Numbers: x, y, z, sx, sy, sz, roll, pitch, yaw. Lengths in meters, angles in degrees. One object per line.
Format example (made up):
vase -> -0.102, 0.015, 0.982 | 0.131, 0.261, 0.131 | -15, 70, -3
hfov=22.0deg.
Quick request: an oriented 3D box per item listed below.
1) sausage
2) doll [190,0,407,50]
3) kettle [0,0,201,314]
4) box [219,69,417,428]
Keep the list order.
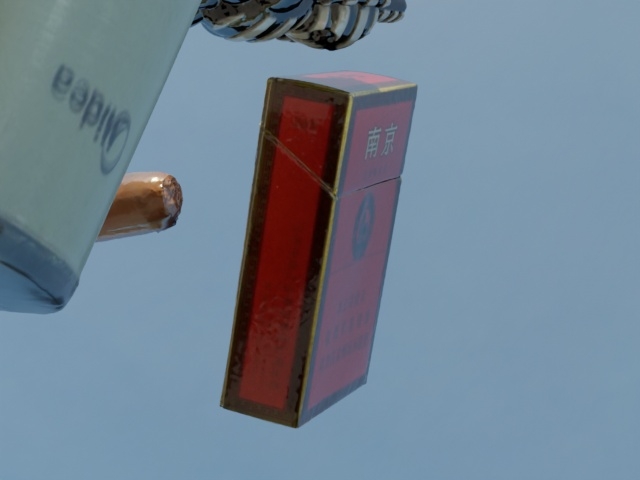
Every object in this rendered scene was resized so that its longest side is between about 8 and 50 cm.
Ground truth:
sausage -> -0.172, -0.010, 1.064 | 0.177, 0.047, 0.040 | -13, -66, 16
doll -> -0.022, -0.159, 1.062 | 0.091, 0.219, 0.067 | -17, -96, 35
kettle -> -0.138, -0.197, 0.506 | 0.250, 0.361, 0.376 | 15, -102, 20
box -> 0.001, 0.000, 1.187 | 0.074, 0.153, 0.239 | 13, -78, 23
